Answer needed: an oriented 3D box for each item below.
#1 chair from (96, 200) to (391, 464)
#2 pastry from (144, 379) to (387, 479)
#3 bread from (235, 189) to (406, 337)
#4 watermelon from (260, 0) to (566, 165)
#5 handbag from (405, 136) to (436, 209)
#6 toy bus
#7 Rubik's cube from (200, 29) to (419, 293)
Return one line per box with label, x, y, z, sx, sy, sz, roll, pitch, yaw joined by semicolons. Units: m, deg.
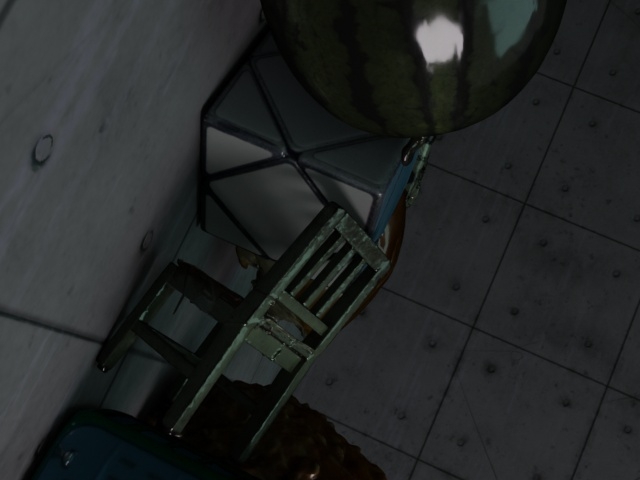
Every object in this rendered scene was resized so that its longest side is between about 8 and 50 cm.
chair;-0.078;0.073;0.838;0.270;0.147;0.136;-54;140;-7
pastry;-0.092;0.384;1.090;0.292;0.405;0.337;-53;180;24
bread;0.000;0.000;1.166;0.279;0.225;0.250;-58;168;-25
watermelon;0.082;-0.245;0.721;0.279;0.279;0.359;-58;144;-46
handbag;0.130;-0.157;1.843;0.316;0.180;0.416;-89;-160;-78
toy bus;-0.130;0.303;0.799;0.183;0.344;0.199;-64;161;-19
Rubik's cube;-0.003;-0.099;0.922;0.205;0.207;0.205;102;15;-54
